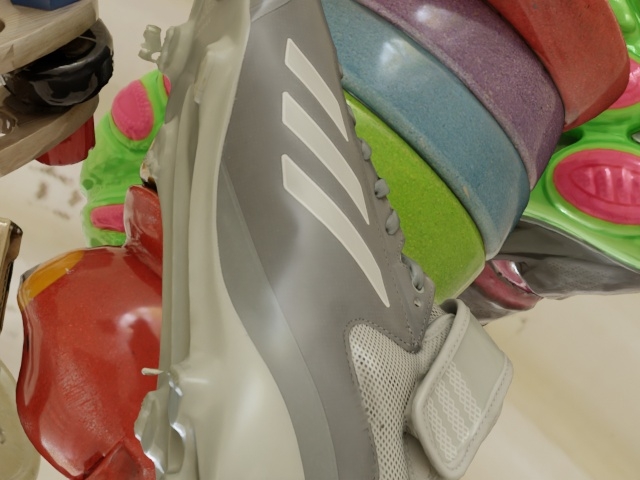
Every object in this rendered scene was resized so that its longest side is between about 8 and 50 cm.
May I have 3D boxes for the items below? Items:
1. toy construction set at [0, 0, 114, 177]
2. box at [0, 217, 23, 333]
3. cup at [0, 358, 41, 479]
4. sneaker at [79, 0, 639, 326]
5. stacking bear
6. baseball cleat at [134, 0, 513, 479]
[{"bbox_3d":[-0.252,-0.019,0.585,0.309,0.257,0.237,-55,16,41],"label":"toy construction set"},{"bbox_3d":[-0.182,0.059,0.301,0.021,0.201,0.165,109,171,-84],"label":"box"},{"bbox_3d":[-0.331,0.164,0.886,0.237,0.331,0.331,-38,-21,13],"label":"cup"},{"bbox_3d":[0.106,-0.039,0.779,0.482,0.185,0.202,0,-14,13],"label":"sneaker"},{"bbox_3d":[-0.017,-0.012,0.569,0.289,0.164,0.175,-49,16,-9],"label":"stacking bear"},{"bbox_3d":[0.000,0.000,0.391,0.109,0.206,0.072,12,-22,-22],"label":"baseball cleat"}]
